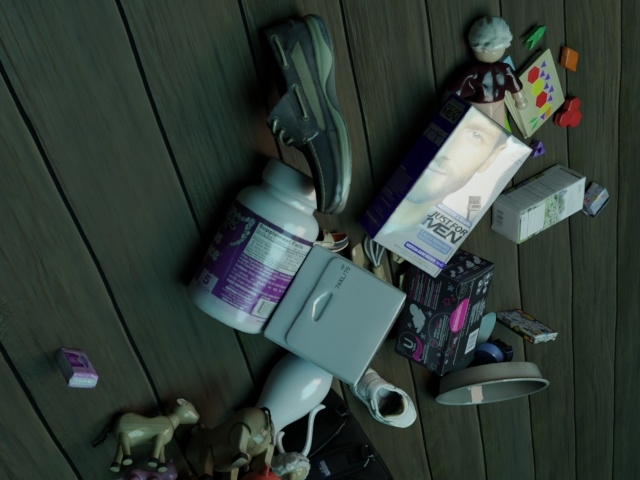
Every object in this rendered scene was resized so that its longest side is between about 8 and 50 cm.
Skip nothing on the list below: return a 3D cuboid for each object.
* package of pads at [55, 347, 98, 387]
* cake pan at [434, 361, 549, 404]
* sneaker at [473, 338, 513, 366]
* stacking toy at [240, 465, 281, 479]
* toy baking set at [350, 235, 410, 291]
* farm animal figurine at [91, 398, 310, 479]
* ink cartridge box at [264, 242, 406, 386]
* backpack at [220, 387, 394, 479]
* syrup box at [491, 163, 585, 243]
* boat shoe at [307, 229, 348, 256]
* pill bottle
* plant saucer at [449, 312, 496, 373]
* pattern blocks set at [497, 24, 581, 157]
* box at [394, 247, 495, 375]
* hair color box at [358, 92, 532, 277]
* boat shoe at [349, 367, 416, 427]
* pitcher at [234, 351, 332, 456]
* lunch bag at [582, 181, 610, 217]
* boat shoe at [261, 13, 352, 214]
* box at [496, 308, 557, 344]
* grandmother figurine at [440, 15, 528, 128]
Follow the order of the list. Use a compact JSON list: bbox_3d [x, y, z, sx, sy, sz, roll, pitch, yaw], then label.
[{"bbox_3d":[-0.426,0.224,1.501,0.050,0.083,0.032,17,107,-41],"label":"package of pads"},{"bbox_3d":[0.436,0.368,2.215,0.293,0.293,0.054,14,61,-44],"label":"cake pan"},{"bbox_3d":[0.462,0.295,2.267,0.090,0.081,0.232,-53,160,-11],"label":"sneaker"},{"bbox_3d":[-0.084,0.563,1.658,0.279,0.130,0.309,23,140,-15],"label":"stacking toy"},{"bbox_3d":[0.137,0.064,1.925,0.256,0.030,0.196,-5,111,-45],"label":"toy baking set"},{"bbox_3d":[-0.225,0.411,1.708,0.327,0.172,0.330,-21,132,16],"label":"farm animal figurine"},{"bbox_3d":[0.036,0.150,1.673,0.198,0.197,0.270,-60,172,-4],"label":"ink cartridge box"},{"bbox_3d":[-0.050,0.544,1.876,0.355,0.290,0.273,-28,146,-16],"label":"backpack"},{"bbox_3d":[0.539,-0.093,2.123,0.237,0.096,0.093,-27,131,-27],"label":"syrup box"},{"bbox_3d":[0.000,0.000,1.760,0.137,0.049,0.043,-12,119,-30],"label":"boat shoe"},{"bbox_3d":[-0.107,0.005,1.584,0.169,0.169,0.301,24,97,-45],"label":"pill bottle"},{"bbox_3d":[0.378,0.257,2.210,0.195,0.037,0.195,-38,148,-29],"label":"plant saucer"},{"bbox_3d":[0.498,-0.337,1.997,0.285,0.026,0.325,-39,133,-17],"label":"pattern blocks set"},{"bbox_3d":[0.287,0.157,2.007,0.163,0.142,0.247,-22,129,-48],"label":"box"},{"bbox_3d":[0.257,-0.112,1.794,0.185,0.110,0.339,30,101,-26],"label":"hair color box"},{"bbox_3d":[0.170,0.404,2.097,0.098,0.096,0.277,-52,136,-4],"label":"boat shoe"},{"bbox_3d":[-0.052,0.347,1.824,0.207,0.178,0.125,-49,163,-6],"label":"pitcher"},{"bbox_3d":[0.741,-0.105,2.319,0.071,0.053,0.083,-50,144,-4],"label":"lunch bag"},{"bbox_3d":[-0.032,-0.212,1.489,0.130,0.132,0.355,-8,80,-9],"label":"boat shoe"},{"bbox_3d":[0.545,0.228,2.283,0.094,0.137,0.027,-3,116,-38],"label":"box"},{"bbox_3d":[0.348,-0.307,1.843,0.208,0.104,0.342,-15,120,-30],"label":"grandmother figurine"}]
